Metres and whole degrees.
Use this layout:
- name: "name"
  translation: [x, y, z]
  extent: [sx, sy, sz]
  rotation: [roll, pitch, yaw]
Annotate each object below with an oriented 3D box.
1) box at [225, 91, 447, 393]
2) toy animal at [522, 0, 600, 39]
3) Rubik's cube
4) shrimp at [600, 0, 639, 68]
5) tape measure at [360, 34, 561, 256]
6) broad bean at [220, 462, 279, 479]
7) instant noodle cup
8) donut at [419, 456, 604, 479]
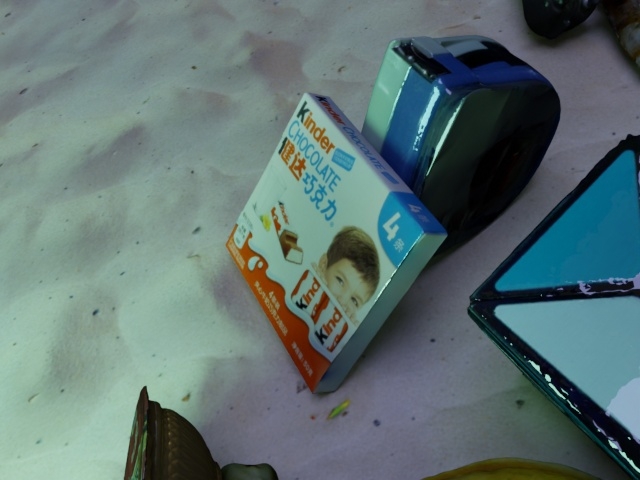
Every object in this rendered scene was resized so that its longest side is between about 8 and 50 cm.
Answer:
- name: "box"
  translation: [0.000, 0.000, 0.872]
  extent: [0.048, 0.265, 0.273]
  rotation: [4, 38, -40]
- name: "toy animal"
  translation: [0.361, -0.479, 1.158]
  extent: [0.106, 0.168, 0.343]
  rotation: [6, 47, -25]
- name: "Rubik's cube"
  translation: [0.328, 0.089, 0.673]
  extent: [0.250, 0.246, 0.248]
  rotation: [-46, 51, 1]
- name: "shrimp"
  translation: [0.555, -0.360, 1.079]
  extent: [0.233, 0.071, 0.364]
  rotation: [-12, 57, 2]
- name: "tape measure"
  translation: [0.169, -0.127, 0.888]
  extent: [0.262, 0.259, 0.138]
  rotation: [-21, 53, -35]
- name: "broad bean"
  translation: [-0.070, 0.314, 0.711]
  extent: [0.072, 0.153, 0.206]
  rotation: [-5, 29, -6]
- name: "instant noodle cup"
  translation: [-0.154, 0.287, 0.720]
  extent: [0.091, 0.274, 0.274]
  rotation: [7, 53, -16]
- name: "donut"
  translation: [0.156, 0.395, 0.571]
  extent: [0.449, 0.198, 0.448]
  rotation: [-6, 57, 9]
